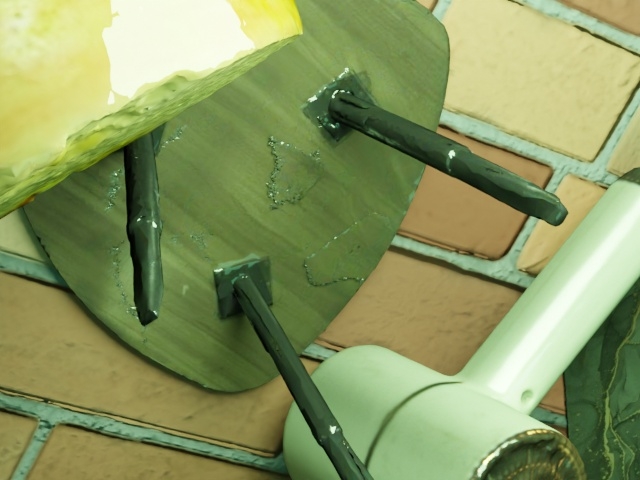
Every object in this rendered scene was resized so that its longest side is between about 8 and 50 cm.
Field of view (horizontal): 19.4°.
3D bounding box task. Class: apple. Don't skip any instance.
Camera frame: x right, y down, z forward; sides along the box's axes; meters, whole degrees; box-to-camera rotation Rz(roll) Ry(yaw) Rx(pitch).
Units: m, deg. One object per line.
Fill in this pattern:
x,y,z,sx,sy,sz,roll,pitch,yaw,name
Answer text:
-0.179,-0.109,1.007,0.309,0.314,0.252,-34,139,1,apple

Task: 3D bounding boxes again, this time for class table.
0.000,0.000,1.173,0.317,0.249,0.317,-11,122,-18,table

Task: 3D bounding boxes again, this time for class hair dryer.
0.153,0.074,1.348,0.362,0.203,0.128,-50,127,-14,hair dryer

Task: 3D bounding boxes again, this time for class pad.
0.365,0.081,1.535,0.368,0.007,0.247,-17,124,-15,pad
